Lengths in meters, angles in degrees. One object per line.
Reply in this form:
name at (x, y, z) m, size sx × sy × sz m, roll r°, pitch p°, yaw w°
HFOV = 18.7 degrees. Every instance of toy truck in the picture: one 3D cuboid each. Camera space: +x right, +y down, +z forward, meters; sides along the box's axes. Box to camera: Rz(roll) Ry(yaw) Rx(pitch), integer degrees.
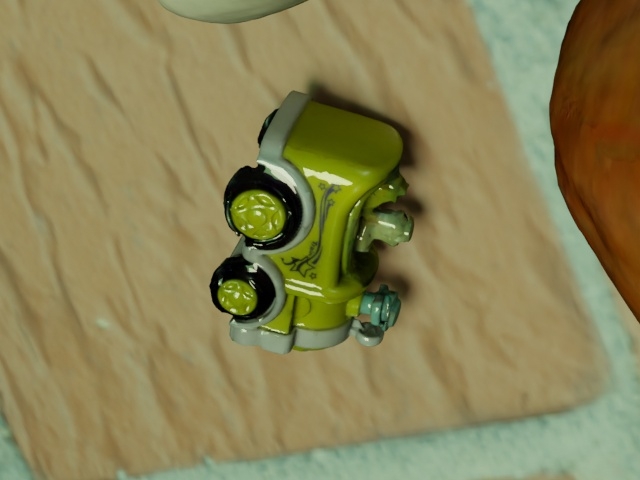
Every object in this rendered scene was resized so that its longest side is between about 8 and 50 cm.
toy truck at (0.000, 0.000, 0.810) m, size 0.077 × 0.076 × 0.111 m, roll 14°, pitch 123°, yaw 7°

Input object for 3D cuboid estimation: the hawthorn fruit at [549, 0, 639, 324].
hawthorn fruit at (0.163, -0.030, 0.599) m, size 0.262 × 0.210 × 0.210 m, roll 14°, pitch 121°, yaw 49°

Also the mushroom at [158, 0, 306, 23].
mushroom at (0.088, -0.191, 0.586) m, size 0.397 × 0.177 × 0.126 m, roll -10°, pitch 149°, yaw 36°
